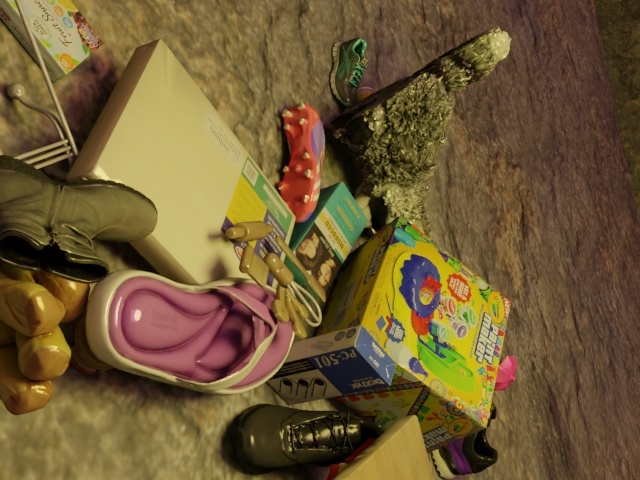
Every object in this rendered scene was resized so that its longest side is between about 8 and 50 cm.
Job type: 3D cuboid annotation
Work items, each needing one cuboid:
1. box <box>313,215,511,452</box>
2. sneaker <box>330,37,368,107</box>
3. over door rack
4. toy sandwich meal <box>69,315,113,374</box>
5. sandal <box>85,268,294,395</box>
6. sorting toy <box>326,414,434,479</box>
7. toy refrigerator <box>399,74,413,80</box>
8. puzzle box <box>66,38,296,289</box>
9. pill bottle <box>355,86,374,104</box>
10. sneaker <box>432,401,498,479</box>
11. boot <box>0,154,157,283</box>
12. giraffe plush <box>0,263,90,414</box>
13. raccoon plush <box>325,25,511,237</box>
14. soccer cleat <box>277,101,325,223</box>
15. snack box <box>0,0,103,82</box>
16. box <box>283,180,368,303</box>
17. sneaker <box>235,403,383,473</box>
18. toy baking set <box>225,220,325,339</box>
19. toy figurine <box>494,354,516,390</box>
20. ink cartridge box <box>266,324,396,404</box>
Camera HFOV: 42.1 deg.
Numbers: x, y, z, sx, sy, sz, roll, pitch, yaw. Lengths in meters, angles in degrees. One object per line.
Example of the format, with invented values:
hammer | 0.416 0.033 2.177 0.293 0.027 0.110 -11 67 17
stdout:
box | 0.159 0.169 1.474 0.279 0.177 0.290 36 46 -14
sneaker | 0.065 -0.357 1.739 0.065 0.076 0.166 23 57 -44
over door rack | -0.427 -0.199 0.979 0.239 0.108 0.324 -36 124 -53
toy sandwich meal | -0.295 0.137 1.089 0.085 0.029 0.085 34 42 -38
sandal | -0.136 0.129 1.119 0.416 0.102 0.169 10 80 -57
sorting toy | 0.083 0.418 1.190 0.255 0.089 0.257 -20 96 -60
toy refrigerator | 0.195 -0.263 1.854 0.102 0.094 0.269 58 38 -27
puzzle box | -0.181 -0.057 1.243 0.409 0.052 0.272 54 37 -39
pill bottle | 0.096 -0.282 1.772 0.043 0.043 0.083 20 60 -47
sneaker | 0.271 0.318 1.636 0.102 0.146 0.293 -21 91 -54
boot | -0.278 -0.004 0.961 0.246 0.083 0.161 15 29 -45
giraffe plush | -0.347 0.073 0.969 0.210 0.181 0.170 34 26 9
raccoon plush | 0.230 -0.176 1.620 0.299 0.446 0.216 59 11 -14
soccer cleat | -0.023 -0.139 1.527 0.095 0.083 0.248 30 50 -48
snack box | -0.384 -0.307 1.166 0.141 0.037 0.100 53 41 -22
box | 0.000 0.000 1.504 0.100 0.060 0.244 56 38 -19
sneaker | -0.011 0.301 1.294 0.286 0.130 0.109 10 69 -49
toy baking set | -0.065 0.055 1.272 0.196 0.030 0.256 61 16 1
toy figurine | 0.327 0.257 1.726 0.130 0.159 0.173 -17 87 -54
ink cartridge box | 0.005 0.197 1.295 0.097 0.207 0.046 50 41 -26
